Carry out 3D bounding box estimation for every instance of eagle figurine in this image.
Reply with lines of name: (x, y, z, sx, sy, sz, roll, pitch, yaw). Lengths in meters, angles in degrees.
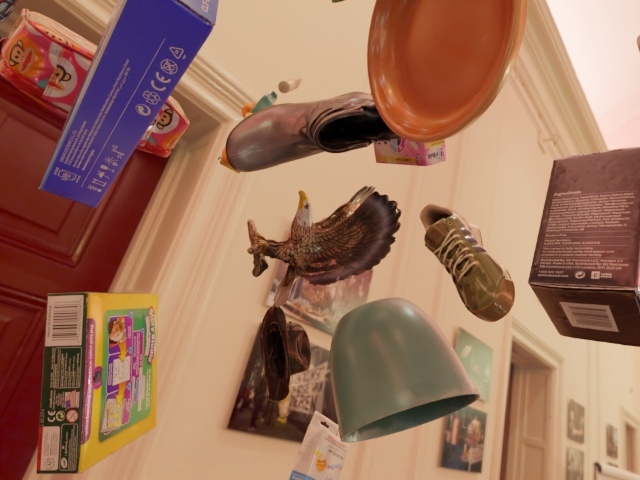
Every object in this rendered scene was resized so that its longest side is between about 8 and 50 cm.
eagle figurine: (0.000, -0.007, 0.832, 0.298, 0.226, 0.225, -8, -27, -8)

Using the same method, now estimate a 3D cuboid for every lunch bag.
lunch bag: (-0.409, -0.292, 0.749, 0.293, 0.120, 0.258, 26, 16, -45)

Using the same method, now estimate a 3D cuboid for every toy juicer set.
toy juicer set: (-0.167, -0.327, 1.046, 0.089, 0.329, 0.209, 36, 5, -7)

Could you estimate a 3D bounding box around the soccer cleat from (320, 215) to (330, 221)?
soccer cleat: (-0.005, 0.013, 1.393, 0.116, 0.143, 0.331, 44, -19, -7)

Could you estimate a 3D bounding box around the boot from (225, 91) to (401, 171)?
boot: (-0.020, -0.200, 0.738, 0.338, 0.223, 0.118, -22, -67, 0)

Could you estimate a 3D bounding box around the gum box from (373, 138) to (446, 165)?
gum box: (0.192, -0.232, 0.918, 0.062, 0.107, 0.188, -19, 21, -25)

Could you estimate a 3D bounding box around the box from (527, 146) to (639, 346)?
box: (0.365, 0.008, 0.526, 0.108, 0.207, 0.153, -1, -34, 46)

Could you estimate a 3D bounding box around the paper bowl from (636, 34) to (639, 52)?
paper bowl: (1.083, -0.530, 1.187, 0.148, 0.284, 0.284, -30, -46, 35)

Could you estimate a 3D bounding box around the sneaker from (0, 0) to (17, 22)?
sneaker: (-0.427, -0.338, 0.496, 0.104, 0.262, 0.125, 43, -22, -9)

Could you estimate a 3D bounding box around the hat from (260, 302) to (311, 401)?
hat: (-0.111, 0.385, 1.412, 0.133, 0.332, 0.331, 5, -15, -25)

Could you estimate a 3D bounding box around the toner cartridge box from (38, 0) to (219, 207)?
toner cartridge box: (-0.237, -0.196, 0.487, 0.075, 0.165, 0.347, 22, -40, -36)

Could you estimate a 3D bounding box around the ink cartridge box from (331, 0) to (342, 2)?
ink cartridge box: (0.064, -0.847, 1.215, 0.062, 0.109, 0.209, 11, -48, 36)

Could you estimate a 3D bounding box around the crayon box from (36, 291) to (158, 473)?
crayon box: (-0.516, 0.310, 0.981, 0.106, 0.363, 0.313, -3, -9, 4)

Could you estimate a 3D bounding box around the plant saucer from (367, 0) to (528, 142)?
plant saucer: (0.117, -0.199, 0.399, 0.037, 0.200, 0.200, -9, -9, -28)

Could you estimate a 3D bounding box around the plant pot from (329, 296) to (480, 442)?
plant pot: (0.152, 0.268, 0.874, 0.292, 0.235, 0.293, -12, -34, -8)

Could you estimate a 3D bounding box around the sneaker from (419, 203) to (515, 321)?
sneaker: (0.164, 0.015, 0.498, 0.086, 0.192, 0.064, 32, -62, -13)

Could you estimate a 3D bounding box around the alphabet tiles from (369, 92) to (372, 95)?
alphabet tiles: (0.218, -0.395, 1.177, 0.011, 0.285, 0.342, 45, -9, -34)

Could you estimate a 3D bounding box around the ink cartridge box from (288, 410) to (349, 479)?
ink cartridge box: (0.004, 0.535, 1.002, 0.061, 0.181, 0.104, -14, -49, 45)
